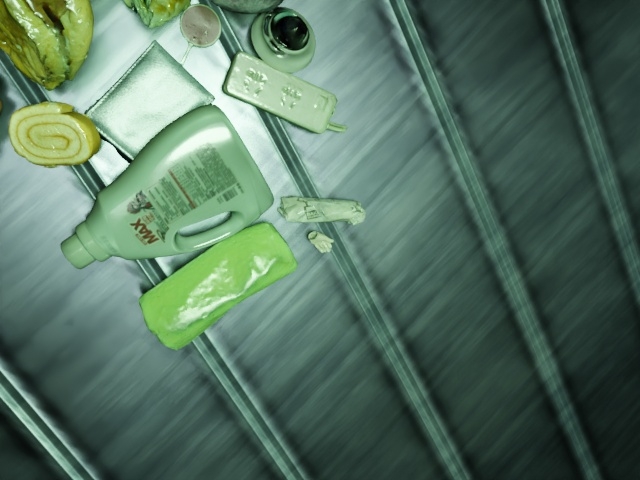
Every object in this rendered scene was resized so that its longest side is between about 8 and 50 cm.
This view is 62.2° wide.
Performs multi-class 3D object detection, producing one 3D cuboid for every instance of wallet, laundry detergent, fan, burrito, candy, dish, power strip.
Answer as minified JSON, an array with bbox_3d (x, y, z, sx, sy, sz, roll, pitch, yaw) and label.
[{"bbox_3d":[-0.344,-0.264,1.067,0.167,0.036,0.222,41,86,-20],"label":"wallet"},{"bbox_3d":[-0.311,-0.065,1.056,0.398,0.125,0.264,-34,124,-8],"label":"laundry detergent"},{"bbox_3d":[-0.254,-0.415,1.078,0.085,0.005,0.133,27,92,-22],"label":"fan"},{"bbox_3d":[0.007,-0.067,1.209,0.203,0.064,0.064,3,101,-18],"label":"burrito"},{"bbox_3d":[-0.218,0.093,1.142,0.344,0.132,0.142,-33,67,-11],"label":"candy"},{"bbox_3d":[-0.062,-0.423,1.074,0.141,0.078,0.141,5,78,-24],"label":"dish"},{"bbox_3d":[-0.063,-0.303,1.139,0.288,0.053,0.093,19,95,-20],"label":"power strip"}]

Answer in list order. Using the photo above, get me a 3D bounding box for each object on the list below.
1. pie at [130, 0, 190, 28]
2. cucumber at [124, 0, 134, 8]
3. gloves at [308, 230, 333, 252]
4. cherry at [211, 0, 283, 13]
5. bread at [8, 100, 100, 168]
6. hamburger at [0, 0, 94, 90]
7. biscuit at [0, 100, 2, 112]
[{"bbox_3d":[-0.322,-0.537,0.934,0.303,0.067,0.302,-14,108,-49],"label":"pie"},{"bbox_3d":[-0.356,-0.497,1.011,0.067,0.035,0.107,-3,104,1],"label":"cucumber"},{"bbox_3d":[0.000,-0.001,1.231,0.044,0.037,0.081,-21,130,24],"label":"gloves"},{"bbox_3d":[-0.133,-0.520,0.998,0.195,0.195,0.195,-4,103,-17],"label":"cherry"},{"bbox_3d":[-0.498,-0.199,0.991,0.149,0.073,0.122,-4,113,-2],"label":"bread"},{"bbox_3d":[-0.481,-0.397,0.875,0.134,0.285,0.265,-46,113,-22],"label":"hamburger"},{"bbox_3d":[-0.711,-0.243,0.867,0.326,0.107,0.325,5,79,-28],"label":"biscuit"}]
